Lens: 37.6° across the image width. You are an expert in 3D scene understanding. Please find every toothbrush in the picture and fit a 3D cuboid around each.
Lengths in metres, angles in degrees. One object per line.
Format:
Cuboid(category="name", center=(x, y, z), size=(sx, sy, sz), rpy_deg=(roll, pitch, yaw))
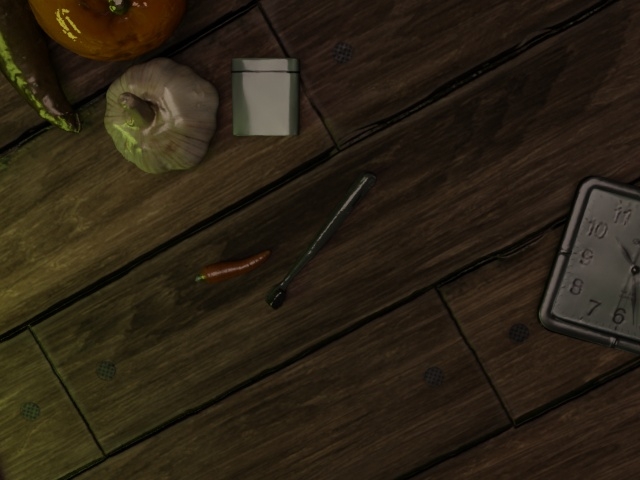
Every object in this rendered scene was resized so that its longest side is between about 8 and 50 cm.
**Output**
Cuboid(category="toothbrush", center=(0.000, 0.000, 1.629), size=(0.030, 0.030, 0.297), rpy_deg=(33, 99, -27))

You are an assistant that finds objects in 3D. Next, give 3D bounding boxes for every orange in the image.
Cuboid(category="orange", center=(-0.336, -0.413, 1.482), size=(0.261, 0.261, 0.261), rpy_deg=(1, 98, 5))

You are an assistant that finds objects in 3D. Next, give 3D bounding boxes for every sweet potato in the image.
Cuboid(category="sweet potato", center=(-0.513, -0.368, 1.549), size=(0.131, 0.130, 0.422), rpy_deg=(-16, 109, 7))

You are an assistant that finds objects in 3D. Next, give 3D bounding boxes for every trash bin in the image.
Cuboid(category="trash bin", center=(-0.092, -0.242, 1.585), size=(0.116, 0.059, 0.129), rpy_deg=(1, 99, 7))

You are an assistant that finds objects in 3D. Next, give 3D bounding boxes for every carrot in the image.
Cuboid(category="carrot", center=(-0.153, 0.048, 1.648), size=(0.142, 0.035, 0.035), rpy_deg=(-17, 97, 0))

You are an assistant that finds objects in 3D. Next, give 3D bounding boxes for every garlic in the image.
Cuboid(category="garlic", center=(-0.269, -0.205, 1.524), size=(0.199, 0.226, 0.199), rpy_deg=(0, 93, 6))

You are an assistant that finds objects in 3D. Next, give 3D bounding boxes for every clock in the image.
Cuboid(category="clock", center=(0.528, 0.052, 1.581), size=(0.274, 0.049, 0.278), rpy_deg=(16, 99, 1))
